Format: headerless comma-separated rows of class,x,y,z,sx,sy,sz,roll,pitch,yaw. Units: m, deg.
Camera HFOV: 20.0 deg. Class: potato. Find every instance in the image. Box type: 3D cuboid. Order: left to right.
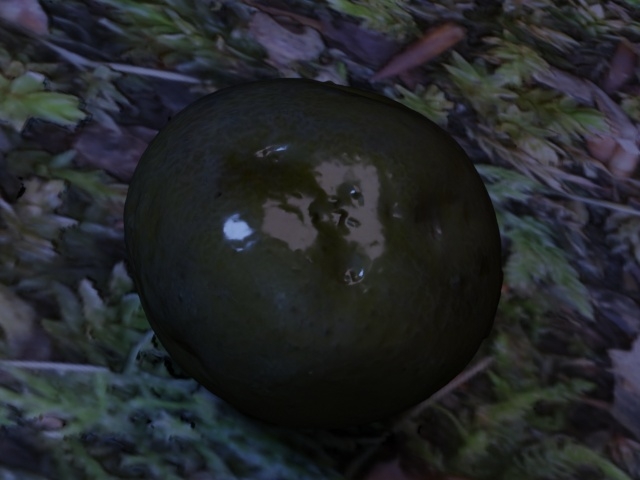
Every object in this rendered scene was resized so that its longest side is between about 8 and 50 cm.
potato,0.000,0.000,0.874,0.178,0.160,0.235,56,28,0
